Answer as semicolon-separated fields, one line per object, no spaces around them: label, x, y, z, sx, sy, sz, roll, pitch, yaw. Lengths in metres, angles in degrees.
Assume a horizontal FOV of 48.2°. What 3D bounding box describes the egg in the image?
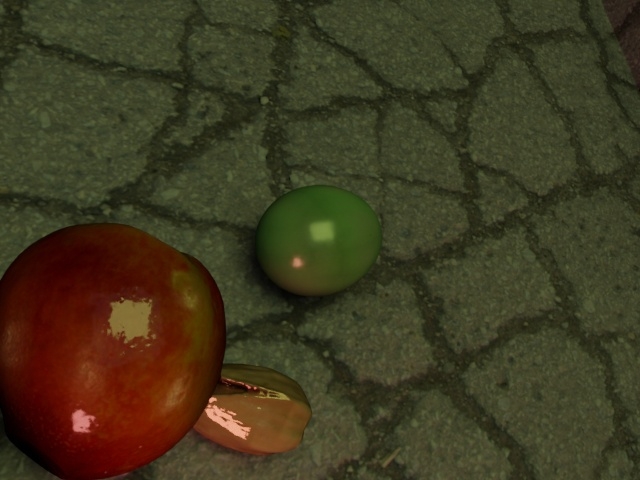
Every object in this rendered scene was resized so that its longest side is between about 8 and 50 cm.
egg;0.000;0.000;1.414;0.270;0.220;0.220;-5;69;-36

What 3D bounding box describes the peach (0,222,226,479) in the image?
peach;-0.321;0.165;1.079;0.389;0.388;0.387;12;62;-23

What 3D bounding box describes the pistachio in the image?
pistachio;-0.131;0.289;1.248;0.230;0.157;0.157;16;59;-7
